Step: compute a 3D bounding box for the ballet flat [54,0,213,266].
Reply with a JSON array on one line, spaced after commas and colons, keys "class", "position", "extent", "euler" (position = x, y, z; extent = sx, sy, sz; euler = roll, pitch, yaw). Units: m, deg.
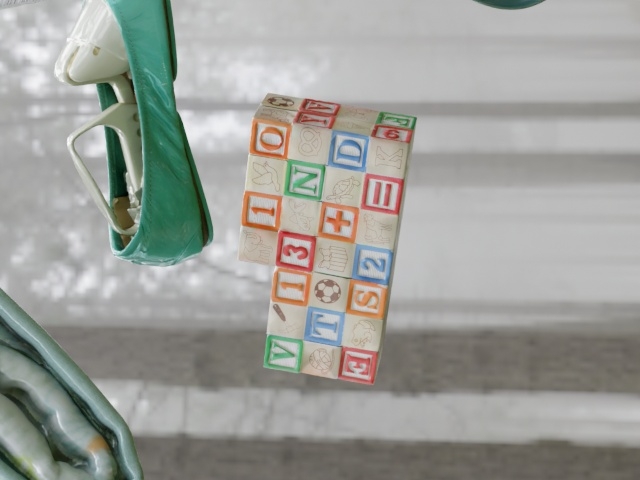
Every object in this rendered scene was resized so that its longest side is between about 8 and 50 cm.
[{"class": "ballet flat", "position": [-0.140, -0.098, 1.160], "extent": [0.083, 0.087, 0.247], "euler": [3, 106, 59]}]

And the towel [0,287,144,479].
[{"class": "towel", "position": [-0.293, 0.070, 1.105], "extent": [0.090, 0.374, 0.320], "euler": [-41, 1, -27]}]

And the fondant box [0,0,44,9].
[{"class": "fondant box", "position": [-0.282, -0.376, 1.471], "extent": [0.330, 0.238, 0.096], "euler": [67, 153, 15]}]

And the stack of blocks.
[{"class": "stack of blocks", "position": [0.000, 0.000, 1.820], "extent": [0.087, 0.171, 0.297], "euler": [-69, -13, -65]}]

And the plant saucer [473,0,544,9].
[{"class": "plant saucer", "position": [0.197, -0.431, 1.983], "extent": [0.317, 0.043, 0.318], "euler": [5, -99, -36]}]
